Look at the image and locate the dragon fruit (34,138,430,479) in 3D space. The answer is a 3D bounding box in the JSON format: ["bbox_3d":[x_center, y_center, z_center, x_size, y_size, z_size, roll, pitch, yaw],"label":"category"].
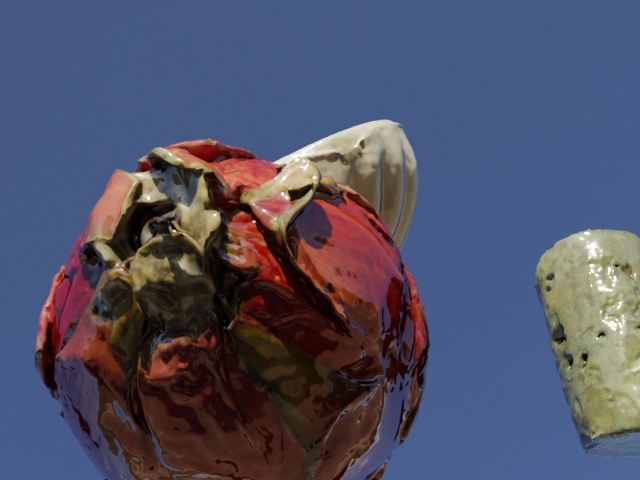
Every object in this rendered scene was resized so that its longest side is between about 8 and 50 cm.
[{"bbox_3d":[-0.055,0.072,0.767,0.277,0.342,0.277,-2,-99,14],"label":"dragon fruit"}]

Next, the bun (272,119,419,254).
[{"bbox_3d":[0.000,0.000,1.124,0.263,0.263,0.175,-24,-93,-4],"label":"bun"}]

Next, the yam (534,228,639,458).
[{"bbox_3d":[0.243,0.092,0.879,0.107,0.194,0.107,-3,-40,-3],"label":"yam"}]
